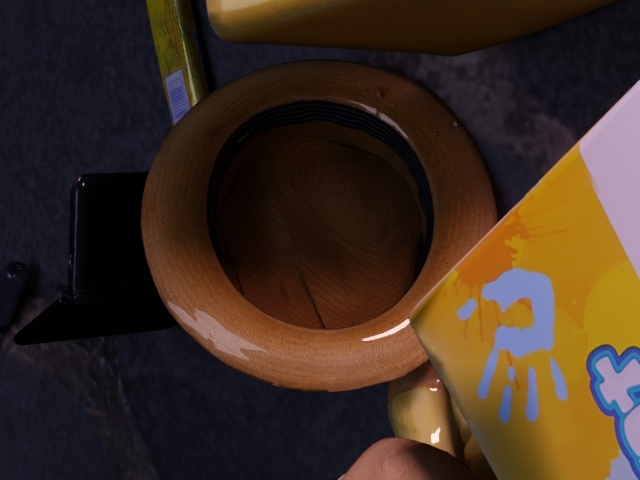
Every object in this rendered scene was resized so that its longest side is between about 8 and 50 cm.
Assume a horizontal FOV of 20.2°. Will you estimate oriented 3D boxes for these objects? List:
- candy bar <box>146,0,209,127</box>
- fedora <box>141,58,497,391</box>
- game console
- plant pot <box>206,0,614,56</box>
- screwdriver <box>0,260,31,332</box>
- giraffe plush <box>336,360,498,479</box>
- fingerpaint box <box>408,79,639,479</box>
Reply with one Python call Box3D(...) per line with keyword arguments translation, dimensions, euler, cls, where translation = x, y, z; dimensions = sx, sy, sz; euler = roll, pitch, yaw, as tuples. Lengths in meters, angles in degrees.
Box3D(translation=(-0.086, -0.119, 1.090), dimensions=(0.040, 0.018, 0.161), euler=(-23, 78, 50), cls="candy bar")
Box3D(translation=(0.000, 0.000, 0.936), dimensions=(0.194, 0.194, 0.079), euler=(58, 167, 26), cls="fedora")
Box3D(translation=(-0.112, 0.010, 1.053), dimensions=(0.071, 0.122, 0.107), euler=(10, 101, 46), cls="game console")
Box3D(translation=(0.080, -0.198, 0.779), dimensions=(0.187, 0.212, 0.212), euler=(-4, 91, 35), cls="plant pot")
Box3D(translation=(-0.240, 0.077, 1.274), dimensions=(0.025, 0.024, 0.170), euler=(37, 127, 5), cls="screwdriver")
Box3D(translation=(0.062, 0.146, 0.844), dimensions=(0.181, 0.170, 0.210), euler=(-27, 74, 45), cls="giraffe plush")
Box3D(translation=(0.281, 0.098, 0.607), dimensions=(0.371, 0.163, 0.445), euler=(-49, 59, 37), cls="fingerpaint box")
